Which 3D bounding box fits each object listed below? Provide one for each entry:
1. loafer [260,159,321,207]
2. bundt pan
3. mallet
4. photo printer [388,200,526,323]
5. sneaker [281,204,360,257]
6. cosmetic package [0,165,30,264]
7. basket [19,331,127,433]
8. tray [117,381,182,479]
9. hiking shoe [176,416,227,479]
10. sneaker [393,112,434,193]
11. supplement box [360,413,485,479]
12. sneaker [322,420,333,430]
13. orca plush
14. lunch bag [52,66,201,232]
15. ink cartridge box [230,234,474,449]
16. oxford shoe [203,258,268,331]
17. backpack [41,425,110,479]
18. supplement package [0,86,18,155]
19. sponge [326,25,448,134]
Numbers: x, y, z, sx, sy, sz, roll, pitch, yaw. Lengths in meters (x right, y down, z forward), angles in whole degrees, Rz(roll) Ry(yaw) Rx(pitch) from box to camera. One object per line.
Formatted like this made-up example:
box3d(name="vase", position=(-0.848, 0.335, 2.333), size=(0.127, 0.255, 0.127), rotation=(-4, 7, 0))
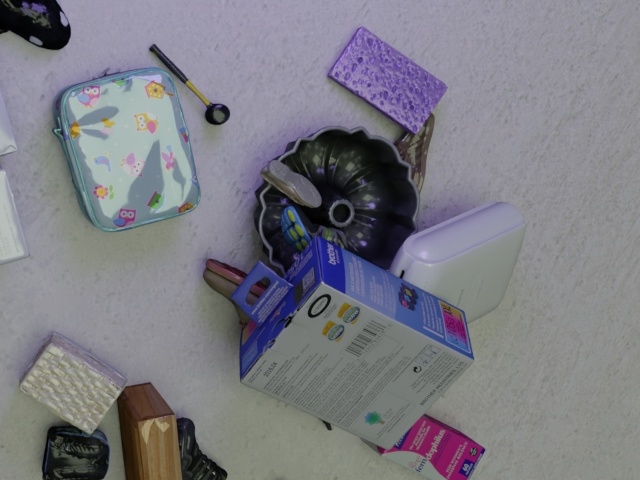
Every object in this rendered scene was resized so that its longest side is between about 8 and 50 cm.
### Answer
box3d(name="loafer", position=(-0.053, -0.099, 1.846), size=(0.125, 0.039, 0.045), rotation=(38, 51, -26))
box3d(name="bundt pan", position=(0.019, -0.059, 1.965), size=(0.331, 0.124, 0.330), rotation=(-4, 100, -21))
box3d(name="mallet", position=(-0.240, -0.282, 1.874), size=(0.190, 0.062, 0.039), rotation=(45, 80, -7))
box3d(name="photo printer", position=(0.246, 0.075, 2.004), size=(0.308, 0.107, 0.256), rotation=(-22, 139, -34))
box3d(name="sneaker", position=(0.000, 0.000, 1.874), size=(0.188, 0.067, 0.078), rotation=(43, 61, -21))
box3d(name="cosmetic package", position=(-0.681, -0.007, 1.639), size=(0.385, 0.217, 0.156), rotation=(-18, 105, -17))
box3d(name="basket", position=(-0.438, 0.255, 1.823), size=(0.167, 0.103, 0.113), rotation=(35, 85, -10))
box3d(name="tray", position=(-0.303, 0.488, 1.882), size=(0.076, 0.203, 0.410), rotation=(-9, 102, -20))
box3d(name="hiking shoe", position=(-0.240, 0.438, 1.977), size=(0.114, 0.086, 0.226), rotation=(-11, 109, -34))
box3d(name="sneaker", position=(0.175, -0.168, 2.053), size=(0.071, 0.066, 0.188), rotation=(11, 89, -7))
box3d(name="supplement box", position=(0.212, 0.422, 2.133), size=(0.220, 0.114, 0.111), rotation=(29, 88, -22))
box3d(name="sneaker", position=(0.000, 0.350, 2.081), size=(0.035, 0.031, 0.083), rotation=(-22, 103, -3))
box3d(name="orca plush", position=(-0.510, -0.440, 1.694), size=(0.151, 0.102, 0.287), rotation=(-28, 108, -16))
box3d(name="lunch bag", position=(-0.345, -0.163, 1.807), size=(0.224, 0.108, 0.279), rotation=(-17, 104, -16))
box3d(name="ink cartridge box", position=(0.035, 0.174, 1.832), size=(0.396, 0.151, 0.270), rotation=(27, 118, -22))
box3d(name="oxford shoe", position=(-0.105, 0.168, 1.956), size=(0.348, 0.123, 0.130), rotation=(41, 88, -22))
box3d(name="backpack", position=(-0.444, 0.388, 1.872), size=(0.114, 0.084, 0.104), rotation=(7, 97, -18))
box3d(name="supplement package", position=(-0.622, -0.243, 1.646), size=(0.204, 0.145, 0.261), rotation=(-17, 99, -19))
box3d(name="sponge", position=(0.131, -0.309, 1.993), size=(0.210, 0.031, 0.117), rotation=(33, 85, -10))
